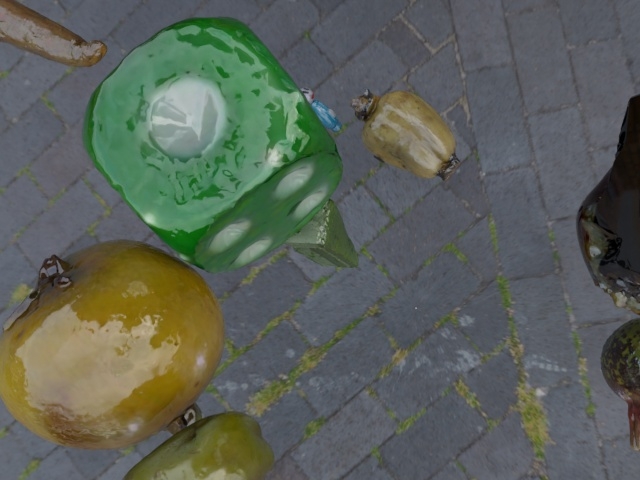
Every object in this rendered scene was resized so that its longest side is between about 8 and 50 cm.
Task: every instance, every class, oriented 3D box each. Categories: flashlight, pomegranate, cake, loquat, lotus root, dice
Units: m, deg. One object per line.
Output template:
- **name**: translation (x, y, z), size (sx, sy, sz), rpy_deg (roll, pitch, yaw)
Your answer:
- **flashlight**: translation (-0.006, -0.289, 1.330), size (0.129, 0.051, 0.051), rpy_deg (37, 90, -24)
- **pomegranate**: translation (0.598, 0.258, 1.048), size (0.214, 0.214, 0.248), rpy_deg (19, 78, 11)
- **cake**: translation (0.002, 0.020, 1.184), size (0.100, 0.235, 0.099), rpy_deg (1, 56, 21)
- **loquat**: translation (-0.293, 0.170, 0.908), size (0.328, 0.328, 0.360), rpy_deg (-34, 114, 4)
- **lotus root**: translation (0.181, -0.223, 1.265), size (0.257, 0.140, 0.154), rpy_deg (43, 117, 12)
- **dice**: translation (-0.155, -0.139, 0.931), size (0.297, 0.300, 0.287), rpy_deg (-40, 75, -1)

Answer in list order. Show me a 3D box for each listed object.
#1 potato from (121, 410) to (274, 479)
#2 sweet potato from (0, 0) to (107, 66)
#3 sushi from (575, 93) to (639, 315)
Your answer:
- **potato**: translation (-0.156, 0.305, 0.758), size (0.200, 0.137, 0.154), rpy_deg (-29, 36, -15)
- **sweet potato**: translation (-0.263, -0.172, 0.463), size (0.214, 0.050, 0.050), rpy_deg (16, 86, 0)
- **sushi**: translation (0.356, -0.003, 0.521), size (0.227, 0.212, 0.216), rpy_deg (5, 82, -22)
